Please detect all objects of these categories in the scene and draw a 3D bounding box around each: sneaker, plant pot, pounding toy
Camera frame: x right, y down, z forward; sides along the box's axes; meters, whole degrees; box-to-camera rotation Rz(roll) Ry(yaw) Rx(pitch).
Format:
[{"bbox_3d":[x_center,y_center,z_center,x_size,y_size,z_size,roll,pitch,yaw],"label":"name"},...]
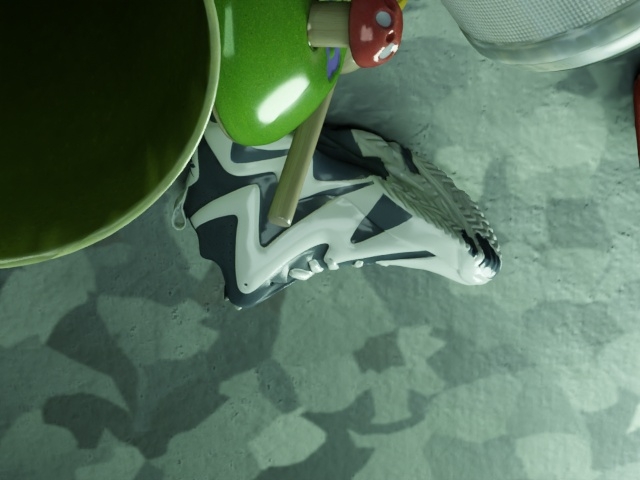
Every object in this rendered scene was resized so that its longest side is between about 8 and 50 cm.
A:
[{"bbox_3d":[0.000,0.000,1.405,0.235,0.094,0.153,26,120,-18],"label":"sneaker"},{"bbox_3d":[-0.197,-0.177,1.156,0.275,0.293,0.275,-2,123,-2],"label":"plant pot"},{"bbox_3d":[0.010,-0.133,1.225,0.110,0.183,0.237,4,152,16],"label":"pounding toy"}]

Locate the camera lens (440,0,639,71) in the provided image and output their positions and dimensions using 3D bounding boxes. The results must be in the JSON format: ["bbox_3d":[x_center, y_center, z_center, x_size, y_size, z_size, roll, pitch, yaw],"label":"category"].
[{"bbox_3d":[0.124,-0.255,1.165,0.219,0.219,0.274,-31,120,16],"label":"camera lens"}]

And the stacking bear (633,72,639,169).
[{"bbox_3d":[0.383,-0.046,1.364,0.289,0.175,0.164,-12,122,-4],"label":"stacking bear"}]
